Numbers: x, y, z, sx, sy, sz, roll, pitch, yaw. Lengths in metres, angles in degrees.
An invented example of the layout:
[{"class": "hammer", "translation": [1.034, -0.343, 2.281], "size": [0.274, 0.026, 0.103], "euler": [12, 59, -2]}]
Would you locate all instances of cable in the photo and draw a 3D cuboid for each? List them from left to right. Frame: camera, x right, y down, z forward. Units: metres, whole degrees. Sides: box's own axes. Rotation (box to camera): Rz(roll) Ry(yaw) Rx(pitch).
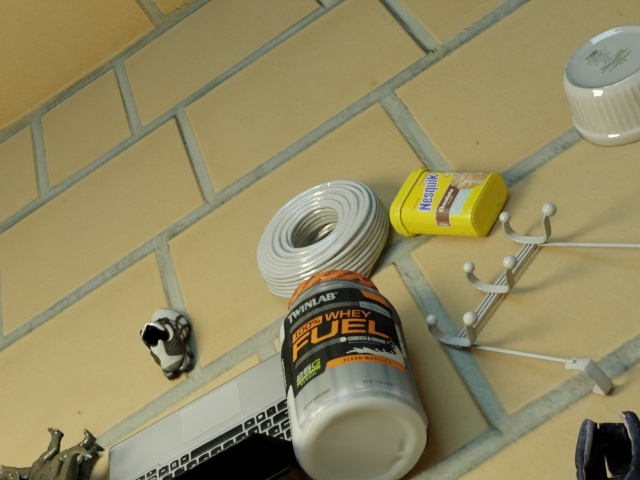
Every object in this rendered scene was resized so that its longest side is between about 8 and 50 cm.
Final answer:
[{"class": "cable", "translation": [0.000, 0.000, 2.111], "size": [0.257, 0.089, 0.257], "euler": [0, 48, 42]}]

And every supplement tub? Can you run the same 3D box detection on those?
[{"class": "supplement tub", "translation": [0.041, 0.195, 1.744], "size": [0.193, 0.193, 0.316], "euler": [-29, 34, 11]}]

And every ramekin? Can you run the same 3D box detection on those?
[{"class": "ramekin", "translation": [0.503, -0.266, 1.967], "size": [0.207, 0.109, 0.207], "euler": [-24, 36, 19]}]

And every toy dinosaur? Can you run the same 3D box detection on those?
[{"class": "toy dinosaur", "translation": [-0.439, 0.401, 1.986], "size": [0.313, 0.121, 0.160], "euler": [-9, 47, 51]}]

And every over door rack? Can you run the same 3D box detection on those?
[{"class": "over door rack", "translation": [0.328, 0.067, 1.720], "size": [0.324, 0.108, 0.239], "euler": [14, 58, 49]}]

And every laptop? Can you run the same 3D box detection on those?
[{"class": "laptop", "translation": [-0.223, 0.311, 1.801], "size": [0.382, 0.236, 0.408], "euler": [-30, 34, 9]}]

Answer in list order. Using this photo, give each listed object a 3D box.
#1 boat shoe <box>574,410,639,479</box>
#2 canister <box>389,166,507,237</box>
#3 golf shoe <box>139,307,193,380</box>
[{"class": "boat shoe", "translation": [0.340, 0.352, 1.314], "size": [0.127, 0.158, 0.340], "euler": [-20, 37, 24]}, {"class": "canister", "translation": [0.219, -0.064, 2.008], "size": [0.170, 0.073, 0.126], "euler": [3, 50, 42]}, {"class": "golf shoe", "translation": [-0.287, 0.165, 2.166], "size": [0.077, 0.094, 0.198], "euler": [-36, 32, 2]}]
